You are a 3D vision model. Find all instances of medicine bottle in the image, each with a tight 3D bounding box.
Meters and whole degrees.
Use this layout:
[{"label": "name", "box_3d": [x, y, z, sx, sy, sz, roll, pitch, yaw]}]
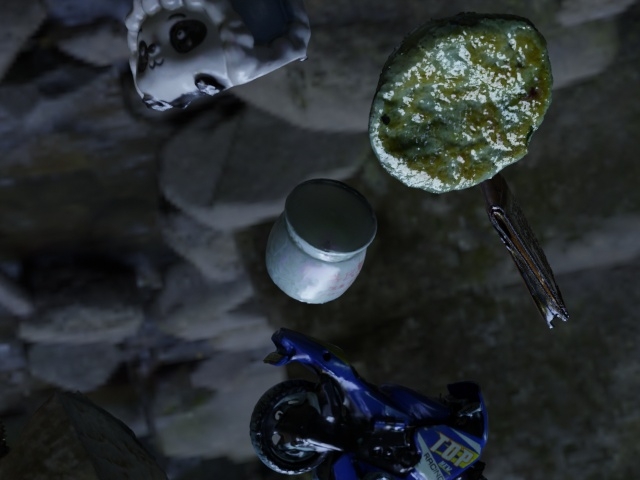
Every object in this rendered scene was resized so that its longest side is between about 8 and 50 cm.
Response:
[{"label": "medicine bottle", "box_3d": [0.000, 0.000, 2.290, 0.147, 0.147, 0.143, -5, 146, -24]}]

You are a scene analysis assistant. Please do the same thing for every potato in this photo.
[{"label": "potato", "box_3d": [-0.356, 0.374, 2.123, 0.264, 0.211, 0.189, -42, 151, 6]}]

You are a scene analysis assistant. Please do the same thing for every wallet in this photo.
[{"label": "wallet", "box_3d": [0.268, 0.007, 2.038, 0.042, 0.195, 0.161, -27, -162, 8]}]

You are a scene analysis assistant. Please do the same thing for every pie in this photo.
[{"label": "pie", "box_3d": [0.127, -0.127, 1.389, 0.187, 0.041, 0.186, -12, 126, -17]}]

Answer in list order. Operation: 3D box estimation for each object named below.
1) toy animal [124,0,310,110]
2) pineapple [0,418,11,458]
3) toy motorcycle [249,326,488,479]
[{"label": "toy animal", "box_3d": [-0.134, -0.253, 1.839, 0.208, 0.156, 0.204, -12, -168, 45]}, {"label": "pineapple", "box_3d": [-0.467, 0.312, 2.202, 0.074, 0.159, 0.074, -28, 168, -7]}, {"label": "toy motorcycle", "box_3d": [0.069, 0.192, 1.549, 0.315, 0.168, 0.113, 28, 169, -26]}]
